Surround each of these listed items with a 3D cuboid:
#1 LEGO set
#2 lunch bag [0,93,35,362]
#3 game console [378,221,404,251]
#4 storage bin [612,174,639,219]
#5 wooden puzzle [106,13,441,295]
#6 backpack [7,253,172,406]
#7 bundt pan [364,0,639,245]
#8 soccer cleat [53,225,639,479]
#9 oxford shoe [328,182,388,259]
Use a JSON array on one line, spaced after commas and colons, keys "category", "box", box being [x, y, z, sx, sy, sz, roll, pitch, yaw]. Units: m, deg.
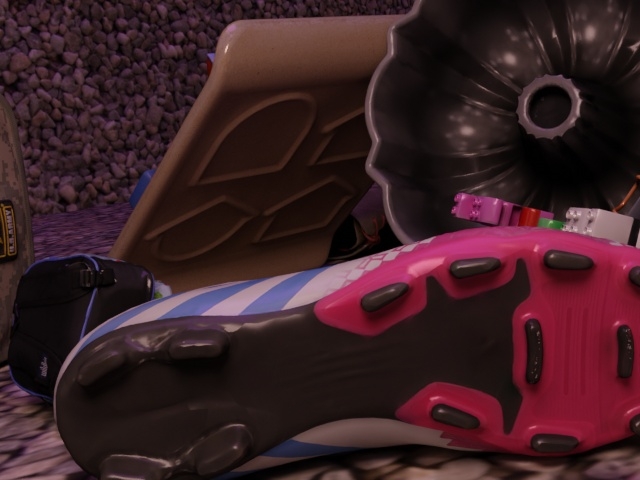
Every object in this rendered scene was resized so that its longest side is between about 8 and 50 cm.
[{"category": "LEGO set", "box": [0.133, 0.016, 0.681, 0.093, 0.087, 0.227, 13, 1, -12]}, {"category": "lunch bag", "box": [-0.341, -0.009, 0.887, 0.168, 0.235, 0.287, -6, 6, -19]}, {"category": "game console", "box": [0.201, -0.098, 1.077, 0.213, 0.044, 0.361, -43, 3, -32]}, {"category": "storage bin", "box": [0.254, -0.004, 0.697, 0.098, 0.135, 0.091, 37, 15, 23]}, {"category": "wooden puzzle", "box": [-0.046, -0.084, 0.988, 0.322, 0.080, 0.348, -14, -33, -43]}, {"category": "backpack", "box": [-0.160, 0.064, 0.694, 0.084, 0.105, 0.114, 17, -11, -41]}, {"category": "bundt pan", "box": [0.208, -0.098, 0.861, 0.330, 0.331, 0.124, -3, -9, 27]}, {"category": "soccer cleat", "box": [0.029, 0.052, 0.533, 0.331, 0.116, 0.143, -7, 7, 1]}, {"category": "oxford shoe", "box": [0.066, -0.024, 1.265, 0.348, 0.123, 0.130, -7, 33, -11]}]
